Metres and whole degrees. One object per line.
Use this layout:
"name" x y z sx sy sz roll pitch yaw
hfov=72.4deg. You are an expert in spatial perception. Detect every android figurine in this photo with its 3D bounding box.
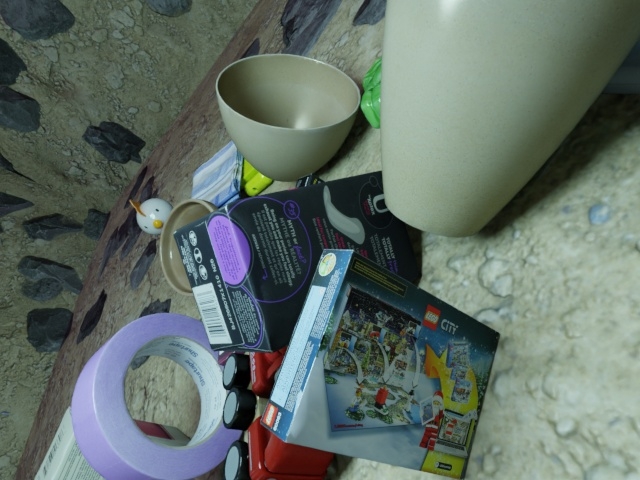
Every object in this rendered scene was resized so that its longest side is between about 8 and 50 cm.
"android figurine" -0.150 -0.245 1.197 0.273 0.056 0.248 -31 41 42

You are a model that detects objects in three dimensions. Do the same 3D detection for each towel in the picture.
"towel" -0.300 -0.162 1.238 0.209 0.034 0.285 -34 39 21

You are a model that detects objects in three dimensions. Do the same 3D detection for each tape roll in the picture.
"tape roll" -0.262 0.267 0.747 0.090 0.275 0.275 -37 39 32

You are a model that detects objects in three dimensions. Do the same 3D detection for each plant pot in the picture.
"plant pot" -0.288 0.019 1.096 0.237 0.110 0.237 -3 85 34
"plant pot" -0.071 -0.237 0.925 0.191 0.284 0.284 99 169 -47
"plant pot" 0.169 -0.151 0.498 0.256 0.256 0.274 -116 34 -53

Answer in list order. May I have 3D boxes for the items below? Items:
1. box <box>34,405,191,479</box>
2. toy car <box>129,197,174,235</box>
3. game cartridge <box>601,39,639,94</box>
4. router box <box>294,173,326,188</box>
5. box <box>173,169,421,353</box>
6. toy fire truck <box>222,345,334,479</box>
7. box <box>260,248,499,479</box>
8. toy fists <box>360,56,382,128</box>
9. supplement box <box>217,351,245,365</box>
"box" -0.392 0.429 0.843 0.127 0.232 0.148 -5 61 54
"toy car" -0.464 -0.049 1.315 0.219 0.238 0.210 -56 32 9
"game cartridge" 0.415 -0.284 0.438 0.294 0.060 0.196 -59 28 2
"router box" 0.000 0.000 0.720 0.046 0.133 0.179 -11 57 52
"box" -0.020 0.019 0.572 0.143 0.270 0.165 -16 92 49
"toy fire truck" -0.013 0.197 0.600 0.246 0.158 0.217 -55 30 29
"box" 0.074 0.126 0.421 0.044 0.233 0.159 -1 65 55
"toy fists" 0.177 -0.313 0.754 0.279 0.096 0.142 -39 39 28
"supplement box" -0.120 0.141 0.807 0.081 0.104 0.188 -41 38 29
